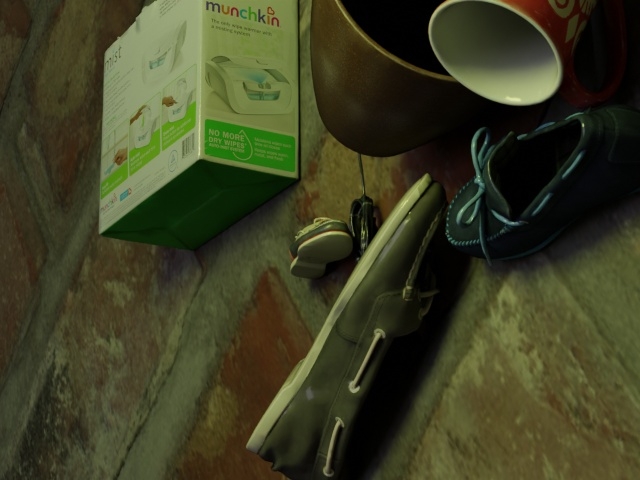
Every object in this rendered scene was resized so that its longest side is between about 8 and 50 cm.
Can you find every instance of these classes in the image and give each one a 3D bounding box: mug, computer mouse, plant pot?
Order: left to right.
[{"bbox_3d":[0.052,-0.082,1.843,0.071,0.041,0.242,162,109,-76],"label":"computer mouse"},{"bbox_3d":[0.078,-0.172,1.674,0.230,0.215,0.215,119,150,-60],"label":"plant pot"},{"bbox_3d":[0.177,-0.192,1.530,0.113,0.150,0.169,4,50,37],"label":"mug"}]

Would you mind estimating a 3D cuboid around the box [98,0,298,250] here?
[{"bbox_3d":[-0.139,-0.141,2.115,0.262,0.127,0.231,-33,52,55],"label":"box"}]

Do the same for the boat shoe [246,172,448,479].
[{"bbox_3d":[0.048,0.088,1.752,0.335,0.095,0.112,-59,-2,28],"label":"boat shoe"}]

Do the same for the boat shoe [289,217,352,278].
[{"bbox_3d":[0.000,0.000,1.879,0.137,0.049,0.043,131,149,-69],"label":"boat shoe"}]

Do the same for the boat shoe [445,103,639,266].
[{"bbox_3d":[0.167,-0.059,1.555,0.258,0.089,0.109,-38,49,52],"label":"boat shoe"}]
